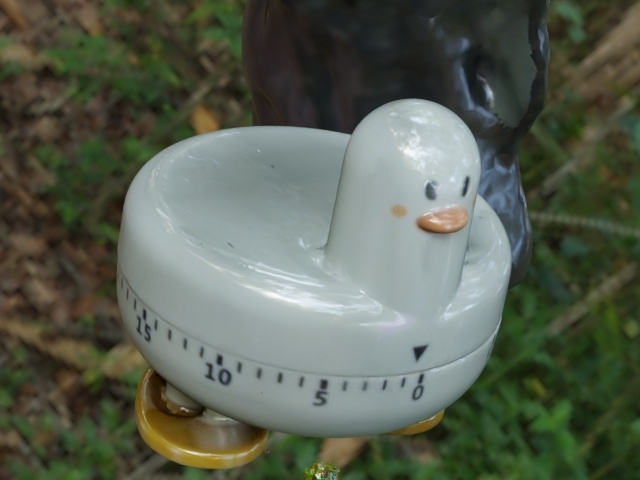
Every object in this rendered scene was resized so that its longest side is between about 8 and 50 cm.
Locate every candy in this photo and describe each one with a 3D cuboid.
[{"bbox_3d":[-0.011,0.226,1.765,0.123,0.035,0.035,144,-55,-71],"label":"candy"}]

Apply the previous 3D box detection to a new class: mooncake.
[{"bbox_3d":[0.047,-0.151,1.435,0.350,0.212,0.381,-101,-170,-75],"label":"mooncake"}]

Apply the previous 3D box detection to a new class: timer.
[{"bbox_3d":[0.000,0.000,1.107,0.233,0.240,0.233,8,28,-4],"label":"timer"}]
